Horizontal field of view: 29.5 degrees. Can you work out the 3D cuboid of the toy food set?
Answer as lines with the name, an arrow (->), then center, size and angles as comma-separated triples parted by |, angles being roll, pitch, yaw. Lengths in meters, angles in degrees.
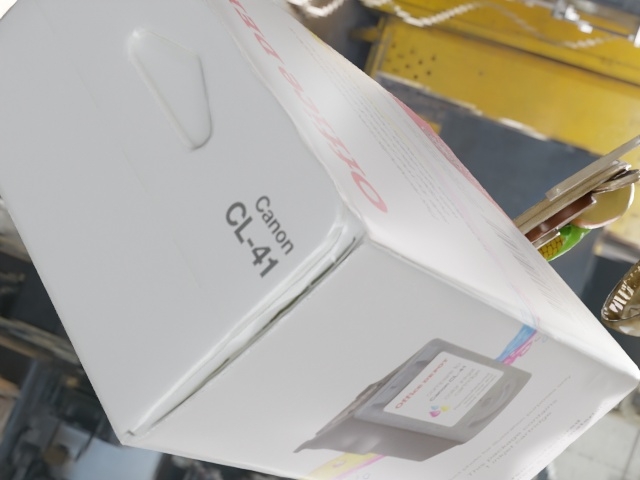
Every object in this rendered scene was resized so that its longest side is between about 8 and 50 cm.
toy food set -> 0.179, -0.015, 0.879 | 0.132, 0.038, 0.192 | -30, 172, -21

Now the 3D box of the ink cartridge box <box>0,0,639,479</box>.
ink cartridge box -> 0.000, 0.000, 0.596 | 0.131, 0.226, 0.306 | -44, 146, 15

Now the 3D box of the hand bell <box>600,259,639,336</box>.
hand bell -> 0.236, 0.085, 0.475 | 0.126, 0.242, 0.126 | -39, -179, 1
